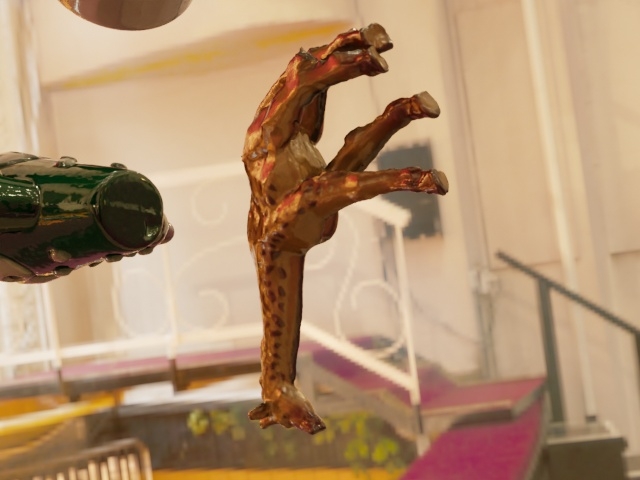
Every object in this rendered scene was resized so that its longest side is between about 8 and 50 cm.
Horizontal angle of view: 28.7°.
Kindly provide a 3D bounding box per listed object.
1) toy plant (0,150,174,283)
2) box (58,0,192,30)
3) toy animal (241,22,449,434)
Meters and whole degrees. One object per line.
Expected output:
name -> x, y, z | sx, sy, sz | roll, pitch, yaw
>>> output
toy plant -> -0.246, -0.019, 1.069 | 0.243, 0.112, 0.232 | 1, -8, 8
box -> -0.182, -0.355, 1.370 | 0.291, 0.262, 0.206 | 18, -37, -9
toy animal -> -0.007, -0.005, 0.788 | 0.149, 0.275, 0.054 | 40, 30, 23
